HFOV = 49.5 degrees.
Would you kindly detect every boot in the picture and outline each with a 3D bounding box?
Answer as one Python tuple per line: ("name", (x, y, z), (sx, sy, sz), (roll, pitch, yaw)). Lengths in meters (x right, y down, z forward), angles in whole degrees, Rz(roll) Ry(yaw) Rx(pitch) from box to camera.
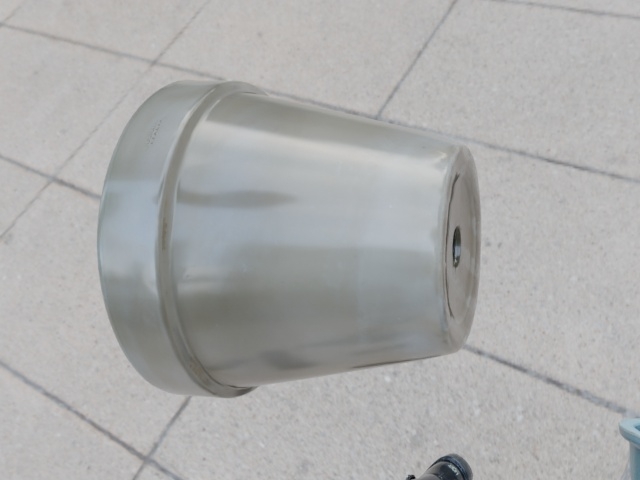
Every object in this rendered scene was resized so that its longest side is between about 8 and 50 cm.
("boot", (0.124, 0.456, 1.116), (0.094, 0.207, 0.246), (45, 116, 28))

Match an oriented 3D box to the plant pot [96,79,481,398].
("plant pot", (0.000, 0.000, 0.671), (0.280, 0.323, 0.323), (1, 57, 23))

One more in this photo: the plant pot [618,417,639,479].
("plant pot", (0.397, 0.337, 0.530), (0.341, 0.341, 0.334), (5, 83, 22))
